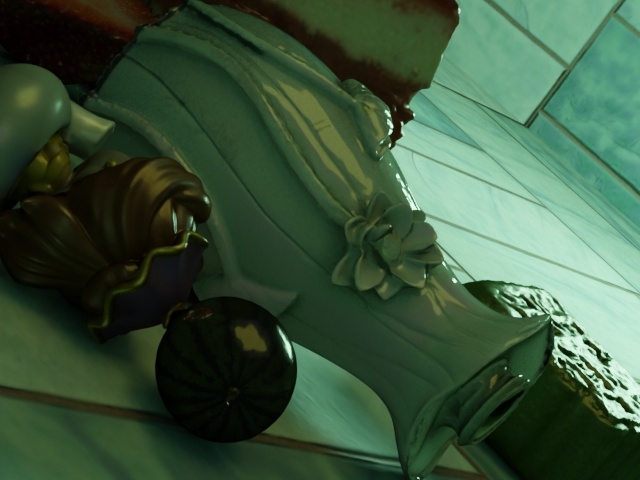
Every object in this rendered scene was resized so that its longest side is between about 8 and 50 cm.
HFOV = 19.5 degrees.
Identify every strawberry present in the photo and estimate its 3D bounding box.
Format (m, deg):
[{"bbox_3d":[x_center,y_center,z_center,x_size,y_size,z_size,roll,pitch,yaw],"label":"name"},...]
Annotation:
[{"bbox_3d":[-0.265,-0.221,1.905,0.175,0.107,0.236,-1,35,-18],"label":"strawberry"}]

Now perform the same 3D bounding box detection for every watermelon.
[{"bbox_3d":[-0.068,0.098,1.352,0.105,0.105,0.133,33,11,-15],"label":"watermelon"}]

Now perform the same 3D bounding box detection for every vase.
[{"bbox_3d":[0.000,0.000,1.618,0.445,0.250,0.250,45,16,19],"label":"vase"}]

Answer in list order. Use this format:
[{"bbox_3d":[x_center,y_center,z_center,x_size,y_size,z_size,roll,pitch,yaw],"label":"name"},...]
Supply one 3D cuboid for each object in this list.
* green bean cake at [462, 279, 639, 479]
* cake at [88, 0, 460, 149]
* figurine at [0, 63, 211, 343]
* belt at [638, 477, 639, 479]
[{"bbox_3d":[0.223,0.145,1.864,0.248,0.125,0.222,43,15,25],"label":"green bean cake"},{"bbox_3d":[-0.052,-0.208,1.954,0.269,0.319,0.270,27,17,-29],"label":"cake"},{"bbox_3d":[-0.195,-0.032,1.419,0.263,0.142,0.189,38,45,2],"label":"figurine"},{"bbox_3d":[0.446,0.302,1.999,0.302,0.072,0.087,33,16,-13],"label":"belt"}]
